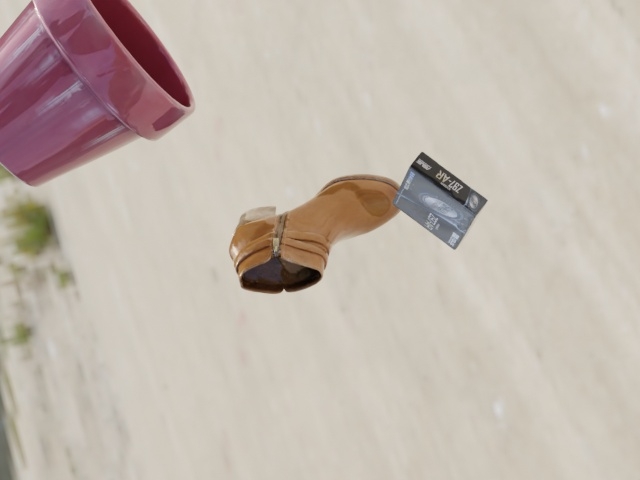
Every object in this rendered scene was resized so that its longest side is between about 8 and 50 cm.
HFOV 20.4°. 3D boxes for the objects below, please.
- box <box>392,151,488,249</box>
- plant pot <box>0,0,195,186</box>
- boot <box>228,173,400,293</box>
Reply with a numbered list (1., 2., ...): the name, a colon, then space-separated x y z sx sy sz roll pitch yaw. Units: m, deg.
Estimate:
1. box: 0.096 -0.031 1.438 0.067 0.018 0.083 37 159 5
2. plant pot: -0.257 -0.157 1.795 0.201 0.180 0.201 52 -171 -12
3. boot: 0.000 0.000 1.896 0.152 0.197 0.073 -95 -13 -67
